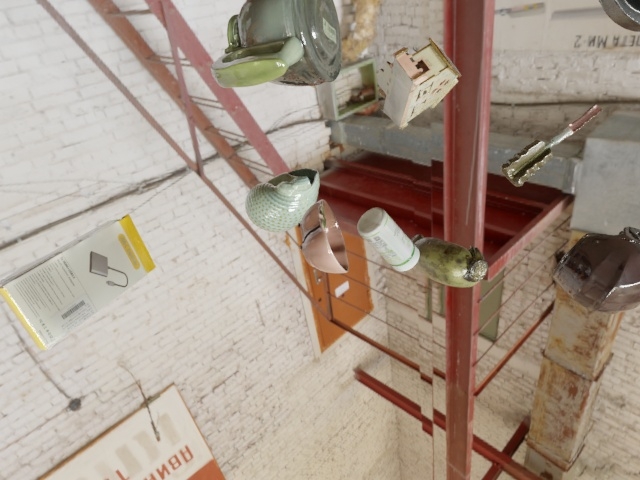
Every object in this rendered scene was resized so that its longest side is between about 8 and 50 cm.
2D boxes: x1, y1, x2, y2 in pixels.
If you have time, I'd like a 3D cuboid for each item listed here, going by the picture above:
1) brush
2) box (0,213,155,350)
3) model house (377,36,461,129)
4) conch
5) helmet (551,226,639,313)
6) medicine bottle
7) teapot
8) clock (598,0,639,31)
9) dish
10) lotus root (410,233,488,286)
[{"bbox_3d":[0.655,-0.275,1.189,0.301,0.084,0.071,-41,172,12],"label":"brush"},{"bbox_3d":[-0.410,0.062,0.734,0.033,0.129,0.247,-5,-155,30],"label":"box"},{"bbox_3d":[0.336,-0.550,1.397,0.244,0.326,0.169,-31,-102,-4],"label":"model house"},{"bbox_3d":[-0.133,-0.160,1.698,0.319,0.215,0.303,-3,-149,31],"label":"conch"},{"bbox_3d":[0.811,0.098,1.142,0.306,0.225,0.177,-5,-138,-9],"label":"helmet"},{"bbox_3d":[0.178,0.000,1.089,0.086,0.183,0.086,-26,-138,26],"label":"medicine bottle"},{"bbox_3d":[-0.094,-0.428,0.949,0.239,0.239,0.321,-4,-111,25],"label":"teapot"},{"bbox_3d":[0.823,-0.675,1.016,0.313,0.312,0.061,-13,-166,-4],"label":"clock"},{"bbox_3d":[0.000,0.000,1.161,0.090,0.213,0.213,-19,-150,14],"label":"dish"},{"bbox_3d":[0.419,0.068,1.445,0.173,0.173,0.309,-25,-152,-22],"label":"lotus root"}]
